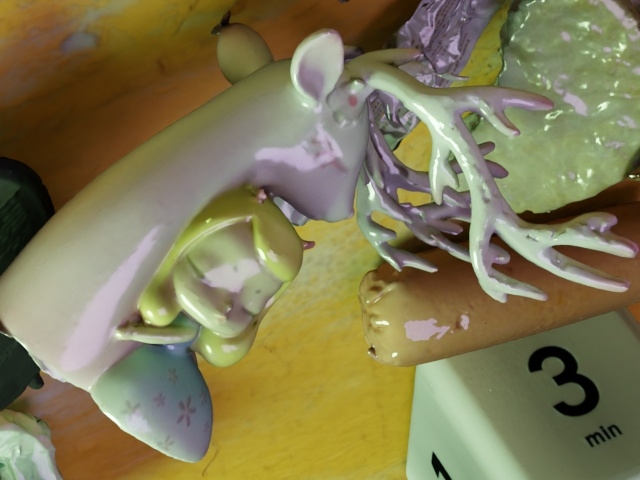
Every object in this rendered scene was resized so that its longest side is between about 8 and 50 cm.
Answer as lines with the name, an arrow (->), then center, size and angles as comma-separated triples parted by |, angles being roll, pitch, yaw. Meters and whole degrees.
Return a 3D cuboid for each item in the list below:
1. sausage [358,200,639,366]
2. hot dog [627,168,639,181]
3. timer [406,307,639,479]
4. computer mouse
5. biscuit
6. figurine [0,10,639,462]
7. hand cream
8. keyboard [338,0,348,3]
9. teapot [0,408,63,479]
sausage -> 0.157, 0.032, 1.556 | 0.289, 0.086, 0.086 | -14, 141, -29
hot dog -> 0.291, -0.094, 1.497 | 0.227, 0.099, 0.160 | 22, 119, -43
timer -> 0.201, 0.184, 1.679 | 0.192, 0.195, 0.194 | -21, 143, -18
computer mouse -> -0.227, 0.023, 1.232 | 0.147, 0.088, 0.264 | -45, 150, -18
biscuit -> 0.170, -0.090, 1.384 | 0.133, 0.032, 0.250 | 17, 138, -4
figurine -> -0.006, -0.008, 1.231 | 0.284, 0.206, 0.316 | 40, 98, -25
hand cream -> 0.034, -0.094, 1.341 | 0.257, 0.050, 0.084 | -45, 141, 10
keyboard -> 0.006, -0.191, 1.224 | 0.049, 0.015, 0.129 | -37, 146, 5
teapot -> -0.257, 0.228, 1.434 | 0.178, 0.222, 0.163 | -29, -175, -24
